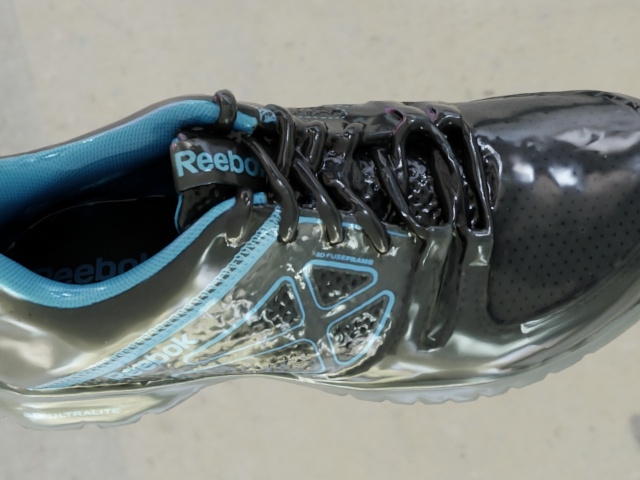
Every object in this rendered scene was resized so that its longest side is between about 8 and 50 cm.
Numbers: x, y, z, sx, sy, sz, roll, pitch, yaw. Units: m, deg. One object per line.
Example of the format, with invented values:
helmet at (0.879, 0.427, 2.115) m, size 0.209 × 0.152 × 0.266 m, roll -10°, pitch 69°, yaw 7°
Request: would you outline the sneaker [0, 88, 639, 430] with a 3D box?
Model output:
sneaker at (0.000, 0.000, 0.706) m, size 0.140 × 0.340 × 0.125 m, roll 78°, pitch 178°, yaw -64°
